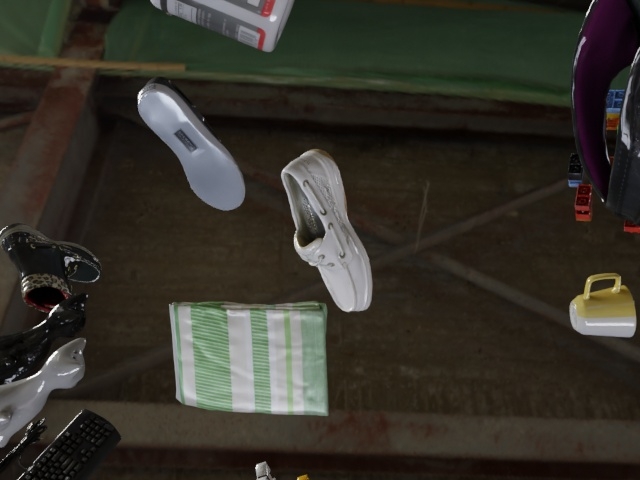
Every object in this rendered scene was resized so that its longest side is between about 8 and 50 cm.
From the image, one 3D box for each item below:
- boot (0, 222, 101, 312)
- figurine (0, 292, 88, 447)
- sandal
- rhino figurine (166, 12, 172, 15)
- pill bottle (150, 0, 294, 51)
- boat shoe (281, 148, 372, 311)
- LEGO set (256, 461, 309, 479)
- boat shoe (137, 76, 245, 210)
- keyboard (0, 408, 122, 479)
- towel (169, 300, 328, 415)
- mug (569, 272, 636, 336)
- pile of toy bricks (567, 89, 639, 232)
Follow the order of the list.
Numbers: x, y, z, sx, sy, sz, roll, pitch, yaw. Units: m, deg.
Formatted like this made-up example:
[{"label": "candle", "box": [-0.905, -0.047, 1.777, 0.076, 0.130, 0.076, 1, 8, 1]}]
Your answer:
[{"label": "boot", "box": [-0.509, 0.076, 1.407, 0.085, 0.236, 0.179, -43, -127, 9]}, {"label": "figurine", "box": [-0.454, 0.196, 1.147, 0.209, 0.092, 0.215, -36, -146, 4]}, {"label": "sandal", "box": [0.249, -0.126, 0.571, 0.107, 0.446, 0.168, -22, -145, 13]}, {"label": "rhino figurine", "box": [-0.273, -0.557, 1.459, 0.106, 0.243, 0.073, 20, -126, -47]}, {"label": "pill bottle", "box": [-0.184, -0.437, 1.185, 0.283, 0.161, 0.161, 21, -134, -5]}, {"label": "boat shoe", "box": [0.000, 0.000, 1.142, 0.096, 0.277, 0.098, -31, -162, -38]}, {"label": "LEGO set", "box": [-0.032, 0.491, 1.242, 0.087, 0.227, 0.093, -22, -162, 10]}, {"label": "boat shoe", "box": [-0.186, -0.145, 1.066, 0.080, 0.228, 0.076, -29, -146, 17]}, {"label": "keyboard", "box": [-0.558, 0.455, 1.406, 0.201, 0.033, 0.317, 17, -135, 24]}, {"label": "towel", "box": [-0.146, 0.241, 1.489, 0.324, 0.248, 0.038, 0, -167, 7]}, {"label": "mug", "box": [0.337, 0.080, 0.868, 0.064, 0.062, 0.078, -6, -96, 6]}, {"label": "pile of toy bricks", "box": [0.380, -0.087, 0.905, 0.118, 0.105, 0.212, 5, -119, 26]}]
